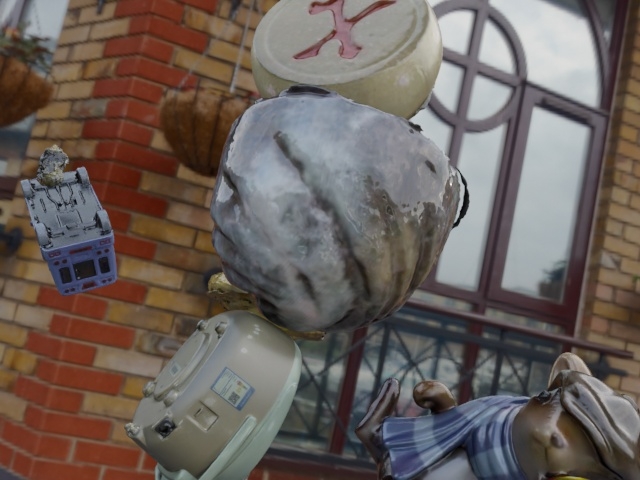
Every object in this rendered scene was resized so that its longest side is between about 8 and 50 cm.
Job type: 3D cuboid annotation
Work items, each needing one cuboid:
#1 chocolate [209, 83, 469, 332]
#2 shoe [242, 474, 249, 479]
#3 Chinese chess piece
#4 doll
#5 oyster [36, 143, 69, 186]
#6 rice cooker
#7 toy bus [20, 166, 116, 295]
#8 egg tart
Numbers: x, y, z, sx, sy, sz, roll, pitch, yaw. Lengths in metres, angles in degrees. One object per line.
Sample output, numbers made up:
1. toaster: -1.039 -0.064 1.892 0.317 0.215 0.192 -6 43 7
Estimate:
1. chocolate: 0.000 0.000 0.826 0.303 0.212 0.303 18 -26 9
2. shoe: -0.168 0.341 1.098 0.126 0.099 0.227 11 1 3
3. Chinese chess piece: 0.045 -0.326 1.272 0.338 0.338 0.140 9 -33 19
4. doll: 0.203 0.268 0.834 0.340 0.317 0.209 -26 -33 25
5. oyster: -0.481 -0.136 1.289 0.054 0.083 0.019 3 -26 1
6. rice cooker: -0.110 0.169 0.763 0.127 0.206 0.145 47 -23 -17
7. toy bus: -0.458 -0.025 1.311 0.126 0.133 0.292 -15 34 -22
8. egg tart: -0.083 0.142 1.514 0.342 0.128 0.341 6 -11 1
